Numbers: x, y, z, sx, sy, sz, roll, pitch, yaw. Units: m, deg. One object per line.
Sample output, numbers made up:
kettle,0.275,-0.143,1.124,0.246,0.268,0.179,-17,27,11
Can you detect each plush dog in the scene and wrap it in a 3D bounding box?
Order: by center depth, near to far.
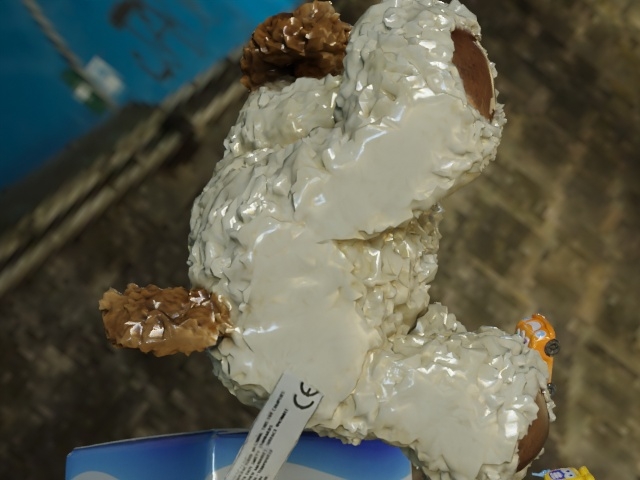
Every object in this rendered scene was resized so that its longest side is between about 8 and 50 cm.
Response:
plush dog,0.000,0.000,0.978,0.210,0.262,0.225,-11,16,4

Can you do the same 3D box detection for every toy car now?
toy car,0.140,0.103,1.183,0.122,0.040,0.060,-110,22,-48

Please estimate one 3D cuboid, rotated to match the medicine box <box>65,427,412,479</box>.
medicine box,-0.063,0.278,1.247,0.263,0.149,0.289,-18,71,60
